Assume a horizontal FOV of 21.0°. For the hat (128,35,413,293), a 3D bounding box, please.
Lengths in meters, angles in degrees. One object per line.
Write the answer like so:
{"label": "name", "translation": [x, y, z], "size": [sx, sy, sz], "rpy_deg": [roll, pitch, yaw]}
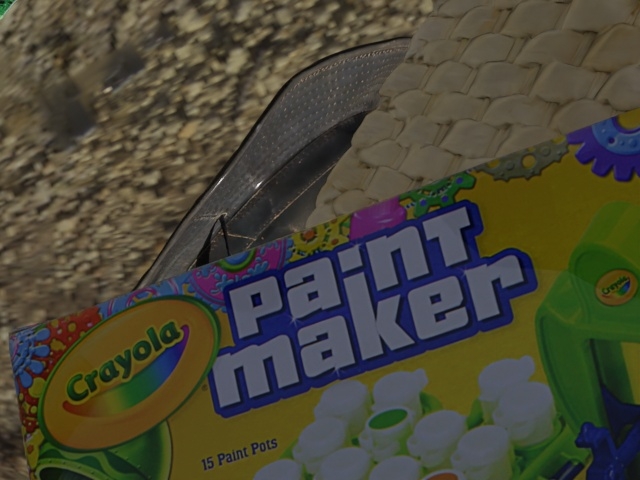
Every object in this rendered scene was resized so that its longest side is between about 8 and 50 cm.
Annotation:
{"label": "hat", "translation": [0.000, 0.000, 1.314], "size": [0.331, 0.331, 0.134], "rpy_deg": [-40, 76, -18]}

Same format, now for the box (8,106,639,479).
{"label": "box", "translation": [0.099, 0.124, 0.473], "size": [0.290, 0.177, 0.279], "rpy_deg": [-19, 70, 18]}

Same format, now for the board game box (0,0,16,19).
{"label": "board game box", "translation": [-0.315, -0.191, 1.039], "size": [0.259, 0.030, 0.136], "rpy_deg": [42, 81, -26]}

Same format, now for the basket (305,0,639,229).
{"label": "basket", "translation": [0.209, -0.054, 0.840], "size": [0.266, 0.331, 0.328], "rpy_deg": [29, 89, -19]}
